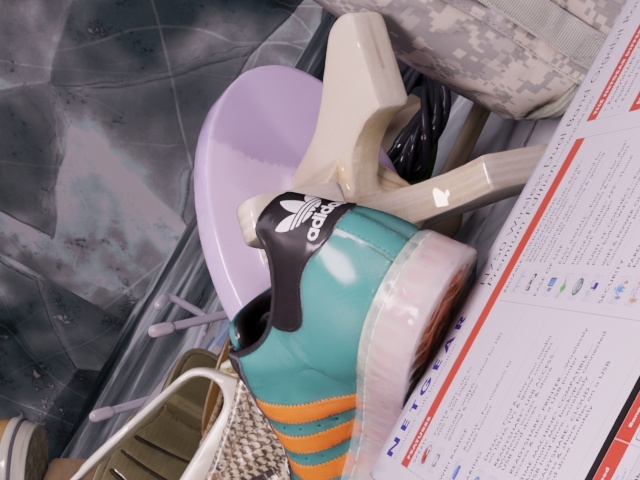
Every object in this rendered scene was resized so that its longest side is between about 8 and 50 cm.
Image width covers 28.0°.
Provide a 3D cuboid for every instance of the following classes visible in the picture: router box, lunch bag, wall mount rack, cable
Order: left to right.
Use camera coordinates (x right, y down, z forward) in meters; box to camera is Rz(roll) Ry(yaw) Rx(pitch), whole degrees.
[{"bbox_3d":[-0.193,0.126,1.861,0.350,0.130,0.304,-54,11,36],"label":"wall mount rack"},{"bbox_3d":[0.048,-0.083,1.081,0.184,0.047,0.150,-40,36,29],"label":"cable"},{"bbox_3d":[0.095,-0.233,0.939,0.212,0.305,0.256,-56,9,23],"label":"lunch bag"},{"bbox_3d":[0.166,-0.002,0.543,0.335,0.082,0.301,-60,9,-5],"label":"router box"}]

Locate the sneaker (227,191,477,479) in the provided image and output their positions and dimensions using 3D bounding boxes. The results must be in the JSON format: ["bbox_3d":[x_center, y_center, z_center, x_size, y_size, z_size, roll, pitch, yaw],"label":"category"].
[{"bbox_3d":[0.008,0.081,0.773,0.108,0.121,0.302,-49,-20,-37],"label":"sneaker"}]

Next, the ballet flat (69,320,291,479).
[{"bbox_3d":[-0.137,0.260,1.017,0.483,0.182,0.164,-60,10,-3],"label":"ballet flat"}]

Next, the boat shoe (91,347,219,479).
[{"bbox_3d":[-0.203,0.266,1.589,0.103,0.113,0.302,-53,1,40],"label":"boat shoe"}]

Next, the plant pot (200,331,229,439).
[{"bbox_3d":[-0.088,0.144,1.455,0.236,0.032,0.236,-158,90,-78],"label":"plant pot"}]

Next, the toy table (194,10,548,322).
[{"bbox_3d":[0.025,-0.018,0.901,0.252,0.274,0.161,-25,-4,-33],"label":"toy table"}]

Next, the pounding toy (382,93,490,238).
[{"bbox_3d":[0.071,-0.037,1.153,0.237,0.110,0.183,-8,44,48],"label":"pounding toy"}]

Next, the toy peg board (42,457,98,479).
[{"bbox_3d":[-0.288,0.365,1.669,0.161,0.161,0.079,-79,-10,-63],"label":"toy peg board"}]

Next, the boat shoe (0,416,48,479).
[{"bbox_3d":[-0.456,0.477,1.681,0.187,0.156,0.500,-56,-31,-86],"label":"boat shoe"}]
